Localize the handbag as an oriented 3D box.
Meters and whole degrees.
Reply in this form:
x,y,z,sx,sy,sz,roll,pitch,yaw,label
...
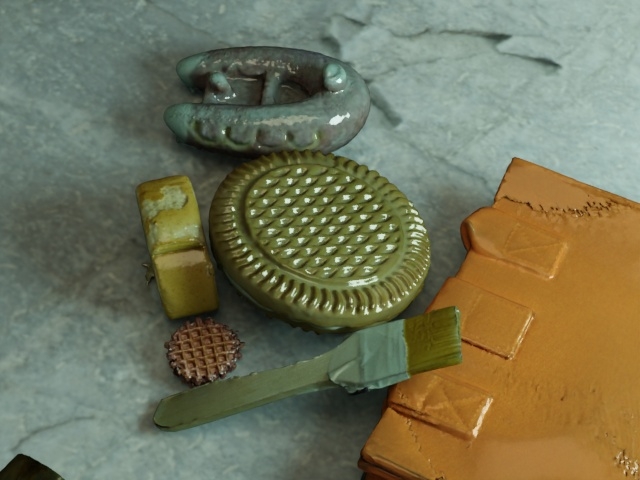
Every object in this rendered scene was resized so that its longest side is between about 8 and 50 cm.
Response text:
x,y,z,sx,sy,sz,roll,pitch,yaw,label
0.241,0.137,1.940,0.303,0.116,0.410,22,61,14,handbag

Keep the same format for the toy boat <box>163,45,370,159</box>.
x,y,z,sx,sy,sz,roll,pitch,yaw,label
-0.057,-0.165,2.096,0.227,0.085,0.155,6,45,5,toy boat

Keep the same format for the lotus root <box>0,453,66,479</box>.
x,y,z,sx,sy,sz,roll,pitch,yaw,label
-0.289,0.364,1.764,0.267,0.149,0.260,37,64,21,lotus root

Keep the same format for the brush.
x,y,z,sx,sy,sz,roll,pitch,yaw,label
-0.016,0.139,1.907,0.336,0.020,0.085,-16,45,14,brush

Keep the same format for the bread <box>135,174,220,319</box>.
x,y,z,sx,sy,sz,roll,pitch,yaw,label
-0.157,0.005,1.988,0.073,0.122,0.149,-13,60,-6,bread

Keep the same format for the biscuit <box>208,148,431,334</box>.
x,y,z,sx,sy,sz,roll,pitch,yaw,label
0.000,0.000,1.988,0.259,0.079,0.259,9,44,-9,biscuit

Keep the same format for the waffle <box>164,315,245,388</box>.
x,y,z,sx,sy,sz,roll,pitch,yaw,label
-0.122,0.117,1.978,0.075,0.029,0.083,34,65,16,waffle
